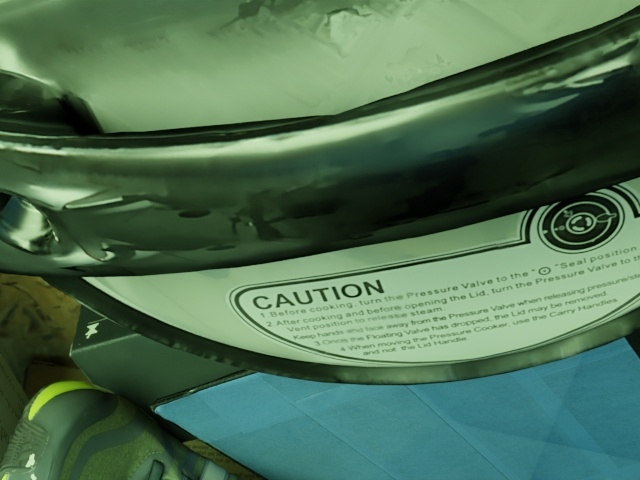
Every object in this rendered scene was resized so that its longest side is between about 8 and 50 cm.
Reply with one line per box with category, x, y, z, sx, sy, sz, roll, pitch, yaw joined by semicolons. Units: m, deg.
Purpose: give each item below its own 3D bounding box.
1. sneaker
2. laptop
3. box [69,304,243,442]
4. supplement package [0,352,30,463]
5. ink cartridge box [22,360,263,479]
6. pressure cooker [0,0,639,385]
sneaker;-0.059;0.164;0.736;0.121;0.111;0.300;4;155;35
laptop;0.187;0.188;0.737;0.236;0.408;0.382;-48;143;-1
box;0.000;0.000;0.798;0.261;0.184;0.103;-15;128;16
supplement package;-0.260;0.178;0.684;0.198;0.262;0.199;-12;136;4
ink cartridge box;-0.108;0.195;0.964;0.235;0.193;0.088;5;136;-2
pressure cooker;0.017;-0.150;0.511;0.375;0.420;0.370;25;127;-19
